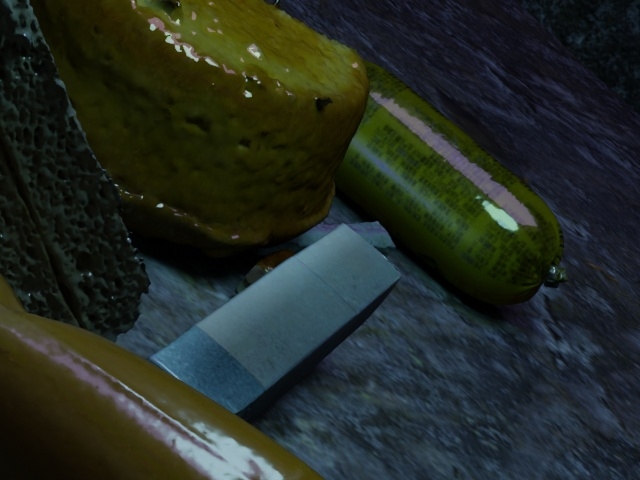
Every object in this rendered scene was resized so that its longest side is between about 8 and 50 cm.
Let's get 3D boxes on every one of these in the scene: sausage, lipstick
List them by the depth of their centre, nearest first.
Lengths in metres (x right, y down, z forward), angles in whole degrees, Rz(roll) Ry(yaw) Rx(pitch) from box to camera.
[{"bbox_3d":[-0.133,0.106,1.020,0.354,0.116,0.134,34,-11,12],"label":"sausage"},{"bbox_3d":[-0.037,0.070,1.284,0.068,0.066,0.317,41,27,8],"label":"lipstick"},{"bbox_3d":[0.098,-0.060,1.795,0.347,0.123,0.123,41,20,15],"label":"sausage"}]

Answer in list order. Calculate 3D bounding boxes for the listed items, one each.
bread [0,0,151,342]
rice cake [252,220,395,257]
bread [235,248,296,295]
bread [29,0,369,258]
[{"bbox_3d":[-0.210,-0.079,1.111,0.183,0.102,0.337,48,-19,43],"label":"bread"},{"bbox_3d":[0.000,0.000,1.627,0.207,0.033,0.033,2,48,-56],"label":"rice cake"},{"bbox_3d":[-0.036,0.040,1.456,0.062,0.043,0.109,27,22,-29],"label":"bread"},{"bbox_3d":[-0.108,-0.104,1.437,0.340,0.194,0.179,26,22,-21],"label":"bread"}]
